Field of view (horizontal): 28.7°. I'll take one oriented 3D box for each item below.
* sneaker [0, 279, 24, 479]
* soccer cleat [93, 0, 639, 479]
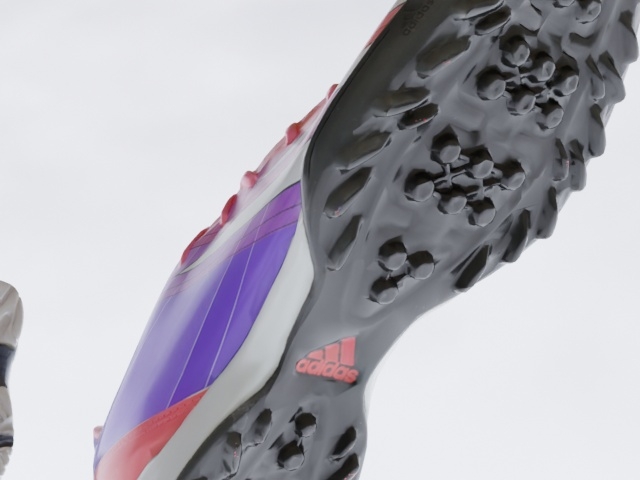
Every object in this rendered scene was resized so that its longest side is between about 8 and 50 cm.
[{"bbox_3d":[-0.315,0.157,1.032,0.094,0.153,0.235,12,-122,-24],"label":"sneaker"},{"bbox_3d":[0.000,0.000,0.475,0.109,0.318,0.116,17,-159,-37],"label":"soccer cleat"}]
